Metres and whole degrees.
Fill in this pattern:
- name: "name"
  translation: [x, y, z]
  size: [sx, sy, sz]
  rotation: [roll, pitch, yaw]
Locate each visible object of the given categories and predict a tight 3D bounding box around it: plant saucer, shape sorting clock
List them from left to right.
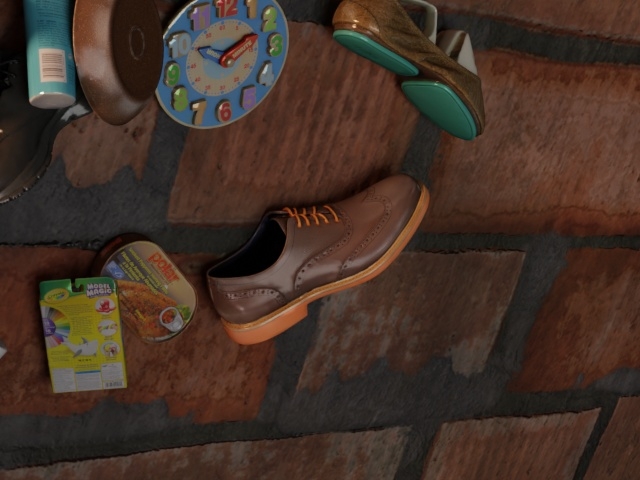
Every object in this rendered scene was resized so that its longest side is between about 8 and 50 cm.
- name: "plant saucer"
  translation: [-0.234, -0.237, 1.827]
  size: [0.198, 0.036, 0.199]
  rotation: [0, 90, -71]
- name: "shape sorting clock"
  translation: [-0.128, -0.238, 1.989]
  size: [0.206, 0.040, 0.206]
  rotation: [-19, 126, -28]

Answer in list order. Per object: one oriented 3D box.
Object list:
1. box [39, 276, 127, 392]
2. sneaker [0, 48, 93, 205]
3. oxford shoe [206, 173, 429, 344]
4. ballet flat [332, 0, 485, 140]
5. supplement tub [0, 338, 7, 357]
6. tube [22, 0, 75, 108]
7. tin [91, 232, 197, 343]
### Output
- name: "box"
  translation: [-0.318, 0.120, 2.036]
  size: [0.105, 0.043, 0.179]
  rotation: [-4, 125, -5]
- name: "sneaker"
  translation: [-0.362, -0.153, 1.795]
  size: [0.130, 0.109, 0.286]
  rotation: [55, 51, -33]
- name: "oxford shoe"
  translation: [0.000, 0.000, 2.182]
  size: [0.363, 0.130, 0.133]
  rotation: [-37, 127, -15]
- name: "ballet flat"
  translation: [0.145, -0.267, 2.156]
  size: [0.342, 0.116, 0.124]
  rotation: [33, 75, -41]
- name: "supplement tub"
  translation: [-0.531, 0.171, 1.821]
  size: [0.272, 0.191, 0.191]
  rotation: [-46, 135, -5]
- name: "tube"
  translation: [-0.314, -0.258, 1.762]
  size: [0.080, 0.052, 0.207]
  rotation: [11, 69, -46]
- name: "tin"
  translation: [-0.241, 0.066, 2.093]
  size: [0.106, 0.040, 0.190]
  rotation: [-40, 133, -6]
